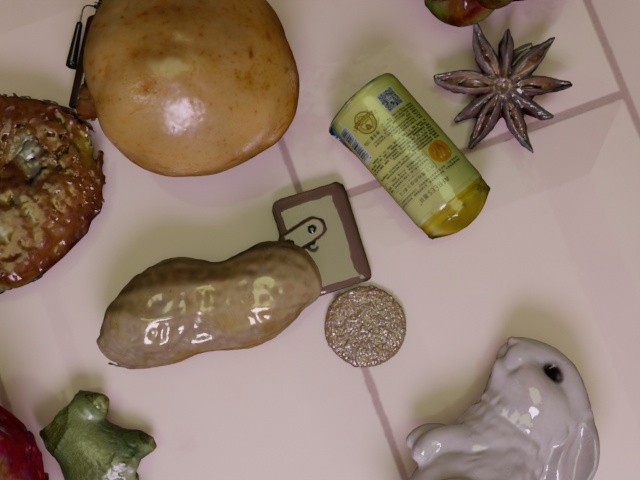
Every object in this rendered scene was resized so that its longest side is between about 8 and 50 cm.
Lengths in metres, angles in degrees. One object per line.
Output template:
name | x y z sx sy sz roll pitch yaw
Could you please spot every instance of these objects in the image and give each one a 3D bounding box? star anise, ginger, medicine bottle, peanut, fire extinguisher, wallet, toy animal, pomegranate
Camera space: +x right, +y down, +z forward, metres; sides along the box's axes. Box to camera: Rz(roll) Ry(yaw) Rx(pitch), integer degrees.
star anise | 0.258 -0.214 1.342 0.195 0.065 0.182 13 89 3
ginger | -0.276 0.340 1.279 0.137 0.089 0.290 -23 80 -20
medicine bottle | 0.130 -0.113 1.305 0.124 0.124 0.239 -41 86 -3
peanut | -0.151 0.087 1.274 0.313 0.149 0.149 -12 84 5
fire extinguisher | -0.347 -0.278 1.373 0.049 0.035 0.173 6 83 40
wallet | 0.000 0.000 1.334 0.118 0.039 0.153 -19 85 -3
toy animal | 0.243 0.311 1.235 0.258 0.194 0.357 39 78 14
pomegranate | -0.168 -0.224 1.250 0.307 0.307 0.307 0 84 1

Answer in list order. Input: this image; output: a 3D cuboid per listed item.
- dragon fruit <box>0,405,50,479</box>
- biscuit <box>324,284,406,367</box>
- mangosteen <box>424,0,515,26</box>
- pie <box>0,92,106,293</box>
dragon fruit | -0.467 0.315 1.135 0.249 0.386 0.371 -34 57 9
biscuit | 0.064 0.123 1.331 0.120 0.015 0.120 0 83 0
mangosteen | 0.240 -0.439 1.261 0.288 0.288 0.288 0 84 1
pie | -0.454 -0.081 1.324 0.308 0.085 0.308 0 80 -2
